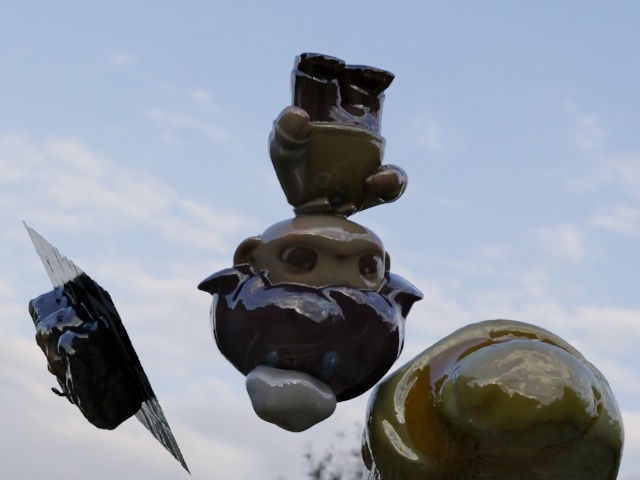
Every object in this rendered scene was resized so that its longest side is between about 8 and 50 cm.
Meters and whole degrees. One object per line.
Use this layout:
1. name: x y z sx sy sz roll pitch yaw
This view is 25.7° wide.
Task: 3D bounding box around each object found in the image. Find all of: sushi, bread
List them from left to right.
1. sushi: -0.338 0.159 1.901 0.373 0.100 0.296 30 -35 57
2. bread: 0.188 0.224 1.610 0.301 0.210 0.341 -10 -40 -2

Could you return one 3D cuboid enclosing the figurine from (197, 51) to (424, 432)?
1. figurine: 0.015 -0.001 1.466 0.218 0.365 0.206 6 15 -46
